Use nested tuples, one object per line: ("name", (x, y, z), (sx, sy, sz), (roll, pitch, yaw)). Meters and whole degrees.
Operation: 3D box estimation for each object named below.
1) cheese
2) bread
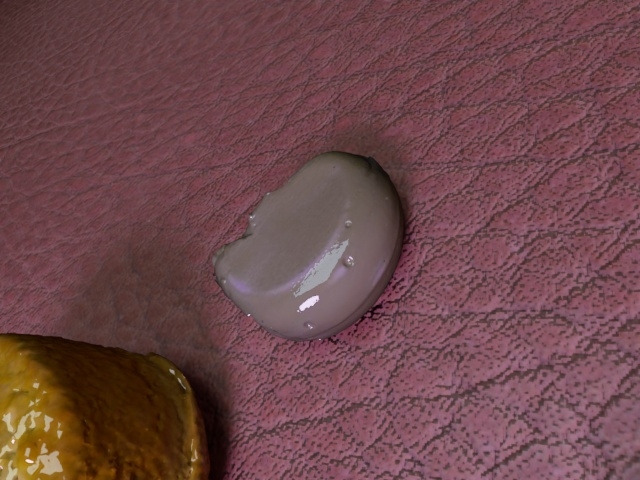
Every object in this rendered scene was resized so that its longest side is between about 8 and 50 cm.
("cheese", (0.000, 0.000, 0.480), (0.202, 0.091, 0.175), (-50, 49, -5))
("bread", (-0.278, 0.264, 0.429), (0.336, 0.204, 0.358), (-10, 60, 33))
